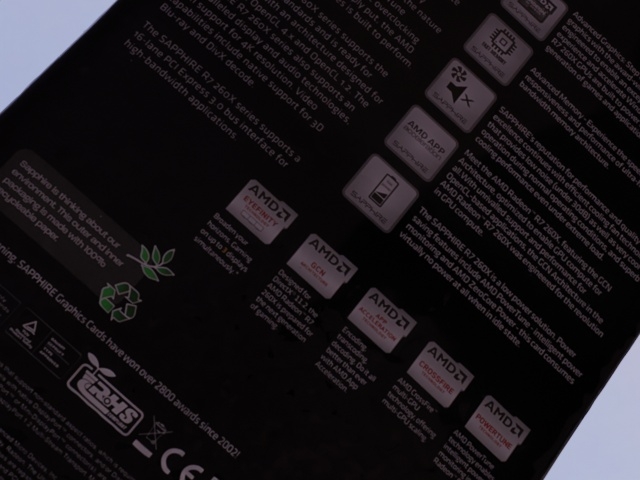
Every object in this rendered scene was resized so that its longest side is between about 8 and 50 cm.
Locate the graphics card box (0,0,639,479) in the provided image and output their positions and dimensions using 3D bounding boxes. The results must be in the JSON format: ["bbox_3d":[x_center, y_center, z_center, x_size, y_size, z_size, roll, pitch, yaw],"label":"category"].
[{"bbox_3d":[0.000,0.000,0.679,0.233,0.094,0.371,42,-121,-5],"label":"graphics card box"}]
